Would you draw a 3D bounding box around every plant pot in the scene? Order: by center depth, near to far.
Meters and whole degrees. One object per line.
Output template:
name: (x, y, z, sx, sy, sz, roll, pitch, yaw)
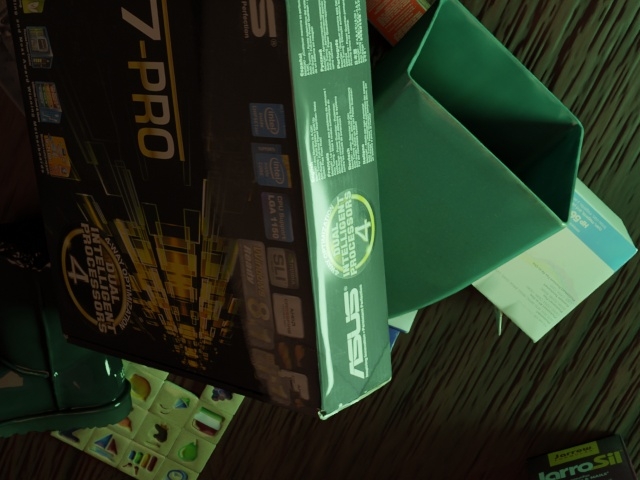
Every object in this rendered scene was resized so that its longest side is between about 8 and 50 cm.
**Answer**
plant pot: (0.067, -0.043, 0.930, 0.165, 0.166, 0.234, 42, 124, -11)

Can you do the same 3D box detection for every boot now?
boot: (-0.308, 0.084, 1.085, 0.246, 0.094, 0.207, -5, 113, -1)

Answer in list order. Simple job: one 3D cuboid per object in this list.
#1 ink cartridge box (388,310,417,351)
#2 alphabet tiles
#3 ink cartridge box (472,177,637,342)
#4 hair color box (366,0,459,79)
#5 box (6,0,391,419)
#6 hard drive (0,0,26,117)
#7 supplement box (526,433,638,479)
ink cartridge box: (0.000, 0.000, 1.068, 0.223, 0.045, 0.224, 20, 110, -3)
alphabet tiles: (-0.202, 0.140, 1.154, 0.237, 0.009, 0.198, 28, 110, -5)
ink cartridge box: (0.199, 0.014, 1.033, 0.090, 0.092, 0.143, 42, 107, -10)
hair color box: (0.057, -0.209, 0.975, 0.043, 0.072, 0.141, -41, 103, 16)
box: (-0.102, -0.088, 0.871, 0.318, 0.097, 0.395, 9, 111, 39)
hard drive: (-0.241, -0.226, 1.000, 0.172, 0.054, 0.255, -29, 105, 13)
supplement box: (0.261, 0.273, 1.070, 0.104, 0.188, 0.081, -19, 106, 11)
